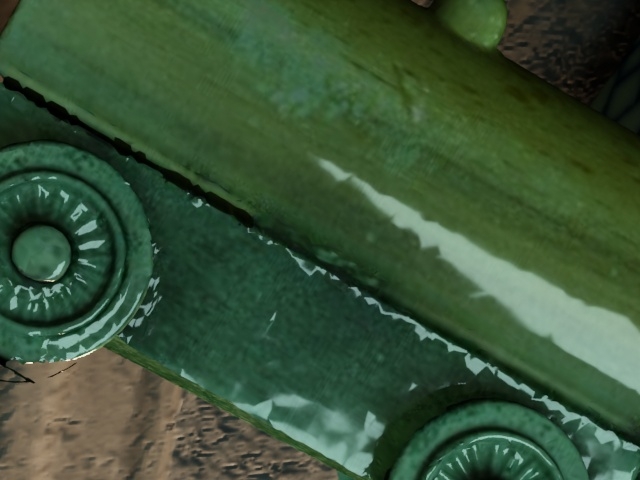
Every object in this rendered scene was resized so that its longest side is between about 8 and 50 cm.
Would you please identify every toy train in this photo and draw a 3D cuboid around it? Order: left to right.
[{"bbox_3d":[0.000,-0.001,0.618,0.307,0.126,0.189,30,79,-7],"label":"toy train"}]

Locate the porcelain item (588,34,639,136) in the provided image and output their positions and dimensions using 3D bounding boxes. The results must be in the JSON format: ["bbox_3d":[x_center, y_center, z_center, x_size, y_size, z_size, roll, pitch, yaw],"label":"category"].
[{"bbox_3d":[0.245,-0.009,0.757,0.281,0.157,0.286,18,114,-34],"label":"porcelain item"}]
